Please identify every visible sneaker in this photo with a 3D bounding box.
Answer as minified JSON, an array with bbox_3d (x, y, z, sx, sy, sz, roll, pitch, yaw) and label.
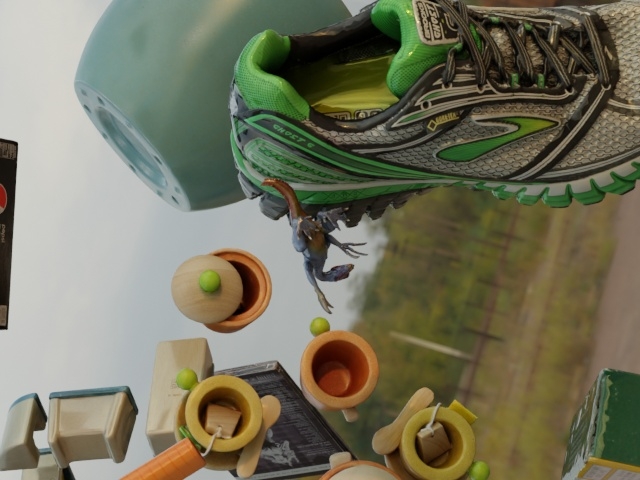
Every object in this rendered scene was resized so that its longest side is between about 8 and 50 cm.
[{"bbox_3d":[0.106,-0.098,0.905,0.146,0.344,0.134,78,180,-61],"label":"sneaker"}]

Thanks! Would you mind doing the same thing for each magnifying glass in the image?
[{"bbox_3d":[-0.191,0.222,1.037,0.231,0.026,0.092,-33,-44,-6],"label":"magnifying glass"}]

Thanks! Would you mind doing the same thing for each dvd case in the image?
[{"bbox_3d":[-0.073,0.221,1.628,0.221,0.164,0.018,55,-148,-40],"label":"dvd case"}]

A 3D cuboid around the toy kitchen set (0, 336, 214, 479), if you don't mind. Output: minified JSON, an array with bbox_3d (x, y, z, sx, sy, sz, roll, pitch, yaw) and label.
[{"bbox_3d":[-0.204,0.205,1.389,0.122,0.207,0.166,-88,-9,-47],"label":"toy kitchen set"}]

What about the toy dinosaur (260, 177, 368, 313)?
[{"bbox_3d":[0.000,0.000,0.914,0.047,0.090,0.082,-31,-13,-15],"label":"toy dinosaur"}]

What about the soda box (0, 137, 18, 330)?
[{"bbox_3d":[-0.305,-0.006,1.190,0.053,0.060,0.169,9,-97,-58],"label":"soda box"}]

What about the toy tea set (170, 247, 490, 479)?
[{"bbox_3d":[-0.011,0.146,1.204,0.200,0.336,0.124,-51,-4,-21],"label":"toy tea set"}]

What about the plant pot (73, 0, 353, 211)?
[{"bbox_3d":[-0.116,-0.171,1.458,0.235,0.293,0.293,-43,-16,-14],"label":"plant pot"}]

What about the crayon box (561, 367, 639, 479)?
[{"bbox_3d":[0.376,0.196,1.149,0.203,0.323,0.083,80,-157,-72],"label":"crayon box"}]
